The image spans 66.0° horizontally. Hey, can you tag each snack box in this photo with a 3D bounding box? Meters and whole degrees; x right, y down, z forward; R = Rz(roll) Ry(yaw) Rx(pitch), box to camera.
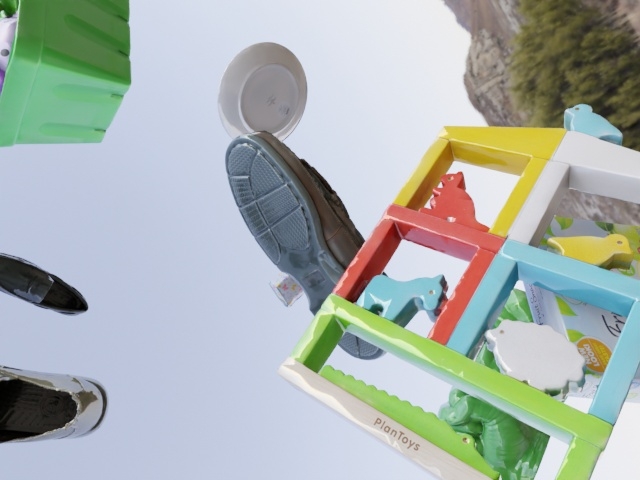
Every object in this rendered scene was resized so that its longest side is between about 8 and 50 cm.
[{"bbox_3d":[0.208,0.046,0.364,0.100,0.037,0.141,6,-132,-3],"label":"snack box"}]

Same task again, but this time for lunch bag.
[{"bbox_3d":[-0.081,0.121,1.253,0.071,0.053,0.083,-43,-59,-19],"label":"lunch bag"}]

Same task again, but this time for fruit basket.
[{"bbox_3d":[-0.513,-0.343,0.772,0.392,0.283,0.391,22,-130,-30],"label":"fruit basket"}]

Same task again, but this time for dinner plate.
[{"bbox_3d":[-0.070,-0.187,0.653,0.017,0.141,0.141,35,-170,40],"label":"dinner plate"}]

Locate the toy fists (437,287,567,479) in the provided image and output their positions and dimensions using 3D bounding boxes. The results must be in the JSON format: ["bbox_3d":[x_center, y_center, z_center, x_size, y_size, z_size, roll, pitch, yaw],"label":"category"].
[{"bbox_3d":[0.245,0.203,0.661,0.096,0.142,0.279,13,-82,-63],"label":"toy fists"}]

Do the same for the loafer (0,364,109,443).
[{"bbox_3d":[-0.362,0.169,0.522,0.251,0.087,0.094,4,-109,-16],"label":"loafer"}]

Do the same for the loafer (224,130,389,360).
[{"bbox_3d":[0.000,0.000,0.522,0.084,0.096,0.267,-43,-75,-45],"label":"loafer"}]

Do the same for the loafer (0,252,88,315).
[{"bbox_3d":[-0.561,0.088,0.976,0.223,0.078,0.076,44,-122,-44],"label":"loafer"}]

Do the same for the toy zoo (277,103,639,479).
[{"bbox_3d":[0.126,0.015,0.342,0.293,0.192,0.030,-55,-37,-19],"label":"toy zoo"}]
